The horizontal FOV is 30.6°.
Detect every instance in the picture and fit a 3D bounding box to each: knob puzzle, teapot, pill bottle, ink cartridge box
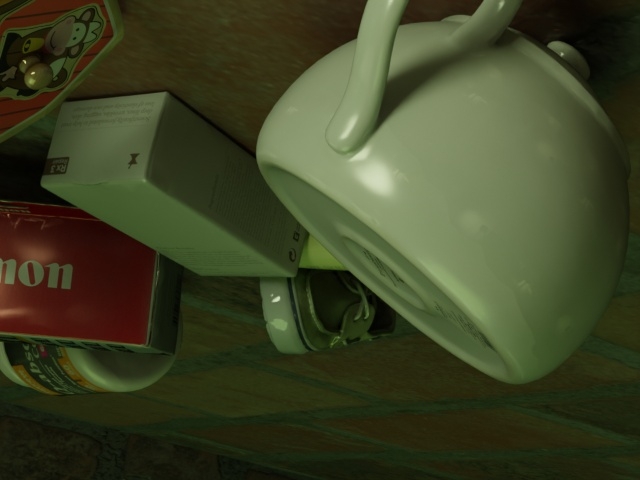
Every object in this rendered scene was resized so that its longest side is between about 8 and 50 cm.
[{"bbox_3d":[-0.199,-0.113,0.731,0.030,0.213,0.213,50,175,21],"label":"knob puzzle"},{"bbox_3d":[0.096,-0.051,0.717,0.252,0.187,0.256,42,173,-10],"label":"teapot"},{"bbox_3d":[-0.309,0.119,1.504,0.162,0.162,0.278,22,159,-33],"label":"pill bottle"},{"bbox_3d":[-0.310,0.038,1.188,0.309,0.130,0.272,5,172,1],"label":"ink cartridge box"}]

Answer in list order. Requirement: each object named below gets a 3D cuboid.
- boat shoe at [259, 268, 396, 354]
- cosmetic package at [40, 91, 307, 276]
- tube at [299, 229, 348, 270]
[{"bbox_3d":[0.012,0.065,1.259,0.094,0.109,0.302,-10,172,13],"label":"boat shoe"},{"bbox_3d":[-0.117,-0.041,1.018,0.117,0.085,0.231,0,158,31],"label":"cosmetic package"},{"bbox_3d":[0.000,0.000,1.115,0.240,0.062,0.070,-1,155,34],"label":"tube"}]
